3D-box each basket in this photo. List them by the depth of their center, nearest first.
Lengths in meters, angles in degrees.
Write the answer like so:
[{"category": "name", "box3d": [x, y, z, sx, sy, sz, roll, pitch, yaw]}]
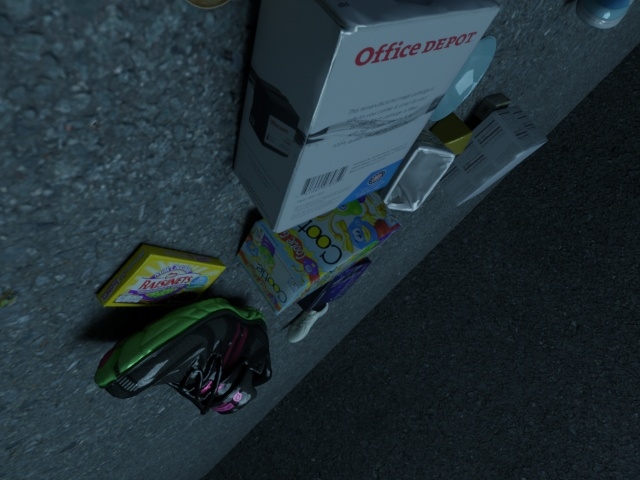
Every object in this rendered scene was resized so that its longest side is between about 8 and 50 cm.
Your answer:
[{"category": "basket", "box3d": [0.193, -0.161, 0.941, 0.113, 0.103, 0.167, 4, 134, -31]}]

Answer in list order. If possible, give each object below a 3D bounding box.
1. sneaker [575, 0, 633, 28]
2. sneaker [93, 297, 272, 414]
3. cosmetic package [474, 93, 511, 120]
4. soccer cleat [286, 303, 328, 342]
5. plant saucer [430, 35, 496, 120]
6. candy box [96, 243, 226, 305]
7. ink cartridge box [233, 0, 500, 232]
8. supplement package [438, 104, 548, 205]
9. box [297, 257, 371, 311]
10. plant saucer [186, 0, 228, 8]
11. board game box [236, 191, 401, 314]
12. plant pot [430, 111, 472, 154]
[{"category": "sneaker", "box3d": [0.775, -0.685, 1.047, 0.319, 0.127, 0.208, -47, 165, -22]}, {"category": "sneaker", "box3d": [-0.204, 0.233, 0.816, 0.185, 0.202, 0.483, -28, 163, 13]}, {"category": "cosmetic package", "box3d": [0.503, -0.388, 1.234, 0.115, 0.041, 0.060, -27, 155, -40]}, {"category": "soccer cleat", "box3d": [-0.046, 0.273, 1.479, 0.196, 0.068, 0.076, -42, 157, -28]}, {"category": "plant saucer", "box3d": [0.285, -0.343, 0.889, 0.195, 0.037, 0.195, -38, 159, -17]}, {"category": "candy box", "box3d": [-0.244, 0.063, 0.683, 0.105, 0.027, 0.206, -48, 161, 6]}, {"category": "ink cartridge box", "box3d": [0.031, -0.173, 0.526, 0.223, 0.129, 0.307, -25, 159, -30]}, {"category": "supplement package", "box3d": [0.506, -0.256, 1.284, 0.204, 0.145, 0.262, -25, 166, -43]}, {"category": "box", "box3d": [0.018, 0.085, 1.139, 0.153, 0.108, 0.207, -53, 160, 25]}, {"category": "plant saucer", "box3d": [-0.094, -0.243, 0.360, 0.083, 0.015, 0.083, -39, 161, -16]}, {"category": "board game box", "box3d": [0.000, 0.000, 0.833, 0.275, 0.144, 0.142, -30, 168, -36]}, {"category": "plant pot", "box3d": [0.317, -0.259, 1.077, 0.083, 0.081, 0.081, -27, 157, -15]}]
